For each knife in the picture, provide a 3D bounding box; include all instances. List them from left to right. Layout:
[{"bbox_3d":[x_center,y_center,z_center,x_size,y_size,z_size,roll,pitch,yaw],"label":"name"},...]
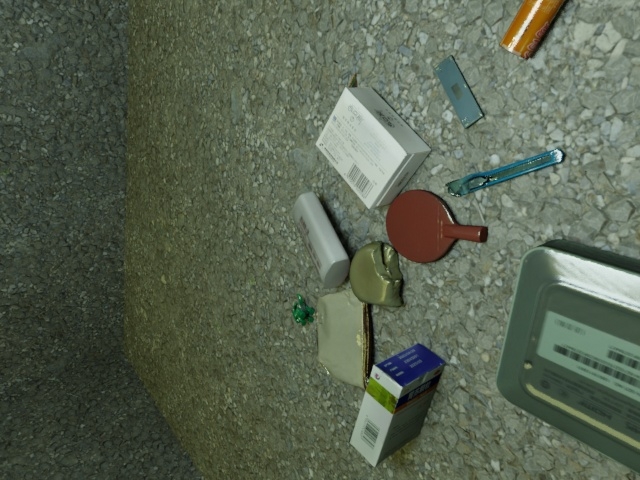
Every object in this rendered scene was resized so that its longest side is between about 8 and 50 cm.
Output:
[{"bbox_3d":[0.410,-0.154,1.098,0.297,0.026,0.044,-19,73,50],"label":"knife"}]

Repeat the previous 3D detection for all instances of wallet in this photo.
[{"bbox_3d":[0.083,0.319,1.566,0.275,0.068,0.335,-3,91,45],"label":"wallet"}]

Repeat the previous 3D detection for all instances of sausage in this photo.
[{"bbox_3d":[0.449,-0.484,0.940,0.071,0.071,0.234,49,133,30],"label":"sausage"}]

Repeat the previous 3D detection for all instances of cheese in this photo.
[{"bbox_3d":[0.162,0.098,1.395,0.175,0.091,0.202,13,109,45],"label":"cheese"}]

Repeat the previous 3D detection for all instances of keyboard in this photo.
[{"bbox_3d":[0.332,-0.358,1.146,0.055,0.014,0.176,-37,71,46],"label":"keyboard"}]

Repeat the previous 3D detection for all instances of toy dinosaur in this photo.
[{"bbox_3d":[-0.073,0.255,1.734,0.096,0.059,0.132,26,126,49],"label":"toy dinosaur"}]

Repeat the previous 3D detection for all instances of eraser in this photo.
[{"bbox_3d":[0.000,0.000,1.515,0.174,0.095,0.270,100,148,-56],"label":"eraser"}]

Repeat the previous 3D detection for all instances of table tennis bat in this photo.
[{"bbox_3d":[0.290,-0.033,1.256,0.310,0.038,0.200,11,107,48],"label":"table tennis bat"}]

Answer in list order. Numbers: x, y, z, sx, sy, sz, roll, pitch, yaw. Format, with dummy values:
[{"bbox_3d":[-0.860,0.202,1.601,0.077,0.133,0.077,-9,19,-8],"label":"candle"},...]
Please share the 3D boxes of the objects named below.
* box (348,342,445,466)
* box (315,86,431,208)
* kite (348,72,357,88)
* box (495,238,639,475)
[{"bbox_3d":[0.215,0.459,1.335,0.106,0.200,0.299,35,123,38],"label":"box"},{"bbox_3d":[0.136,-0.259,1.313,0.274,0.116,0.203,53,135,23],"label":"box"},{"bbox_3d":[0.099,-0.394,1.410,0.159,0.010,0.189,-4,97,49],"label":"kite"},{"bbox_3d":[0.570,0.231,0.941,0.396,0.111,0.396,23,117,43],"label":"box"}]
